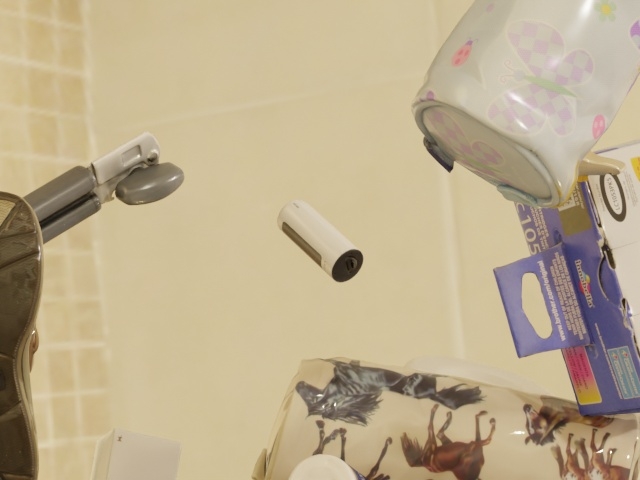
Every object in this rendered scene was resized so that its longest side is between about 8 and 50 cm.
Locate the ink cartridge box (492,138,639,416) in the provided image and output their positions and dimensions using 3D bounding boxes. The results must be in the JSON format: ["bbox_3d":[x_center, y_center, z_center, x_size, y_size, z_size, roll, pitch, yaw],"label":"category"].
[{"bbox_3d":[0.378,0.020,1.621,0.395,0.151,0.270,-15,87,-26],"label":"ink cartridge box"}]

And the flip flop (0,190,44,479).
[{"bbox_3d":[-0.281,0.096,1.306,0.080,0.112,0.277,-95,-178,-85],"label":"flip flop"}]

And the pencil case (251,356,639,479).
[{"bbox_3d":[0.136,0.237,1.675,0.160,0.410,0.183,-81,-178,-53],"label":"pencil case"}]

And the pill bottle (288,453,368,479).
[{"bbox_3d":[0.016,0.242,1.429,0.120,0.067,0.067,51,39,-65],"label":"pill bottle"}]

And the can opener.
[{"bbox_3d":[-0.311,-0.057,2.036,0.280,0.093,0.074,-30,133,-28],"label":"can opener"}]

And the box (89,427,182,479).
[{"bbox_3d":[-0.255,0.320,2.097,0.101,0.087,0.102,16,64,-21],"label":"box"}]

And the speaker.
[{"bbox_3d":[0.000,0.000,2.096,0.055,0.136,0.055,-24,135,-26],"label":"speaker"}]

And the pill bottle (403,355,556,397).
[{"bbox_3d":[0.163,0.368,2.002,0.224,0.224,0.392,-9,116,-62],"label":"pill bottle"}]

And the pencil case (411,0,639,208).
[{"bbox_3d":[0.175,-0.152,0.975,0.124,0.113,0.273,37,80,-25],"label":"pencil case"}]

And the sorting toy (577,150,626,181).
[{"bbox_3d":[0.244,-0.072,1.428,0.083,0.075,0.045,-18,115,-70],"label":"sorting toy"}]
